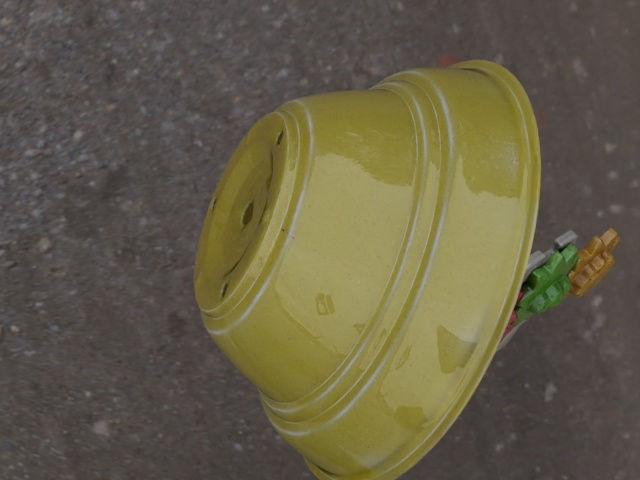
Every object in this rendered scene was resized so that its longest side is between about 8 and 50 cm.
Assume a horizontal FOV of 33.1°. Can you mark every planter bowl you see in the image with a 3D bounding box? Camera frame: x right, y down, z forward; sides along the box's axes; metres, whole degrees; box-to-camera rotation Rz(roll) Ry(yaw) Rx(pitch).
[{"bbox_3d":[0.000,0.000,0.506,0.090,0.217,0.217,21,75,-21],"label":"planter bowl"}]

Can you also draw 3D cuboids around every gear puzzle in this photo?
[{"bbox_3d":[0.152,0.082,0.903,0.339,0.175,0.044,-27,63,-38],"label":"gear puzzle"}]
